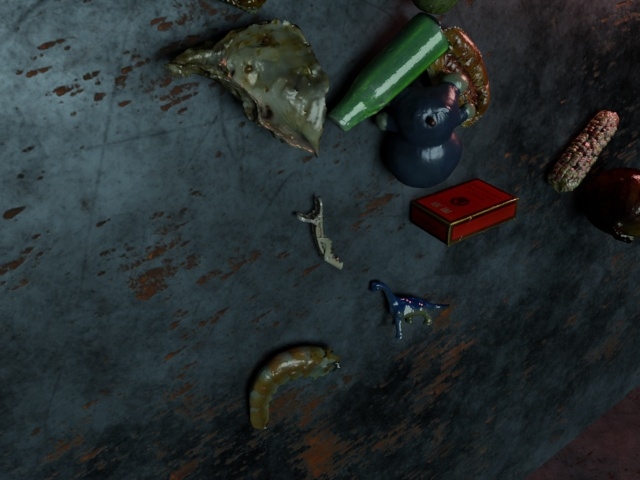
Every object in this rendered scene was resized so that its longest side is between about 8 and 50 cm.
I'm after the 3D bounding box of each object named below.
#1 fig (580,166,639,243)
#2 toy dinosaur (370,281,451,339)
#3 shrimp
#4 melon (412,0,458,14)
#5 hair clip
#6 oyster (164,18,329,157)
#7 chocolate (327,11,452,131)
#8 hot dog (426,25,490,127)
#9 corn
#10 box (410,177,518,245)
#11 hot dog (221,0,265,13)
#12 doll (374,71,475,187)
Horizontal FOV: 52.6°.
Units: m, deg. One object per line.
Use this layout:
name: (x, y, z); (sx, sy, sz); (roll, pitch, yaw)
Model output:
fig: (0.935, -0.114, 2.008); (0.214, 0.235, 0.235); (-25, 128, -25)
toy dinosaur: (0.249, 0.160, 1.779); (0.247, 0.075, 0.188); (-18, 117, -21)
shrimp: (-0.092, 0.367, 1.641); (0.287, 0.068, 0.185); (-50, 131, 1)
melon: (0.241, -0.558, 1.306); (0.139, 0.139, 0.192); (-5, 116, -34)
hair clip: (0.000, 0.000, 1.520); (0.072, 0.034, 0.226); (-32, 132, -14)
oyster: (-0.101, -0.313, 1.229); (0.396, 0.111, 0.204); (27, 83, -47)
chocolate: (0.136, -0.345, 1.364); (0.291, 0.110, 0.110); (-43, 133, -1)
hot dog: (0.324, -0.382, 1.512); (0.144, 0.075, 0.268); (-46, 131, -2)
corn: (0.777, -0.263, 1.916); (0.281, 0.092, 0.092); (-53, 133, -4)
box: (0.369, -0.079, 1.669); (0.239, 0.153, 0.074); (-20, 130, -27)
hot dog: (-0.101, -0.520, 1.113); (0.162, 0.082, 0.270); (30, 95, -45)
doll: (0.241, -0.240, 1.479); (0.228, 0.154, 0.258); (-8, 140, -1)
